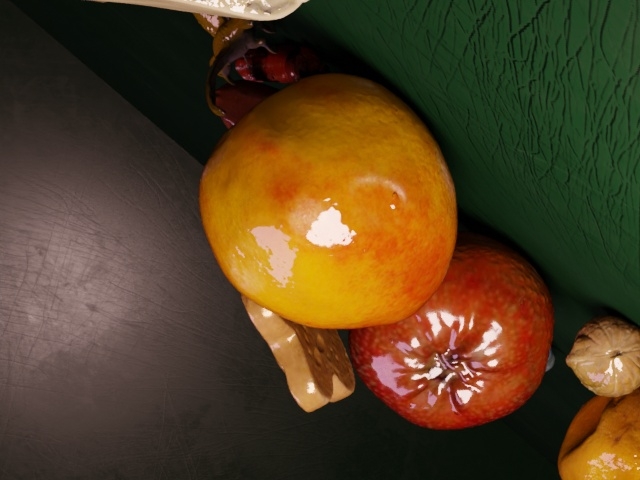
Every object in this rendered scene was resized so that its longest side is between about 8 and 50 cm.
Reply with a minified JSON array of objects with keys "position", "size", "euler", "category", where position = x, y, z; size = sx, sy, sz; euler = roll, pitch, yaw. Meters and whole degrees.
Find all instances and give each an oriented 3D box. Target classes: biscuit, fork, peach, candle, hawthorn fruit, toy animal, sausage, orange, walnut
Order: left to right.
[{"position":[-0.112,-0.266,2.060],"size":[0.115,0.012,0.016],"euler":[62,-179,19],"category":"fork"},{"position":[-0.099,-0.232,1.919],"size":[0.155,0.095,0.219],"euler":[50,-154,-61],"category":"toy animal"},{"position":[-0.056,-0.225,2.011],"size":[0.329,0.048,0.051],"euler":[-159,61,-72],"category":"candle"},{"position":[-0.055,0.047,2.010],"size":[0.355,0.052,0.275],"euler":[67,-164,3],"category":"biscuit"},{"position":[0.011,-0.117,2.006],"size":[0.348,0.094,0.097],"euler":[30,178,15],"category":"sausage"},{"position":[0.024,-0.036,1.805],"size":[0.308,0.289,0.289],"euler":[50,173,-5],"category":"peach"},{"position":[0.169,0.112,2.092],"size":[0.275,0.275,0.299],"euler":[40,-177,-9],"category":"hawthorn fruit"},{"position":[0.358,0.144,1.959],"size":[0.105,0.105,0.124],"euler":[40,175,-3],"category":"walnut"},{"position":[0.433,0.317,2.135],"size":[0.249,0.183,0.249],"euler":[45,-160,-21],"category":"orange"}]

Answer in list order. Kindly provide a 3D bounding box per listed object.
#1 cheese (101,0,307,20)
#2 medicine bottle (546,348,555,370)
[{"position":[-0.141,-0.269,1.409],"size":[0.266,0.127,0.233],"euler":[0,-171,-35],"category":"cheese"},{"position":[0.299,0.137,2.469],"size":[0.090,0.053,0.208],"euler":[34,171,42],"category":"medicine bottle"}]
